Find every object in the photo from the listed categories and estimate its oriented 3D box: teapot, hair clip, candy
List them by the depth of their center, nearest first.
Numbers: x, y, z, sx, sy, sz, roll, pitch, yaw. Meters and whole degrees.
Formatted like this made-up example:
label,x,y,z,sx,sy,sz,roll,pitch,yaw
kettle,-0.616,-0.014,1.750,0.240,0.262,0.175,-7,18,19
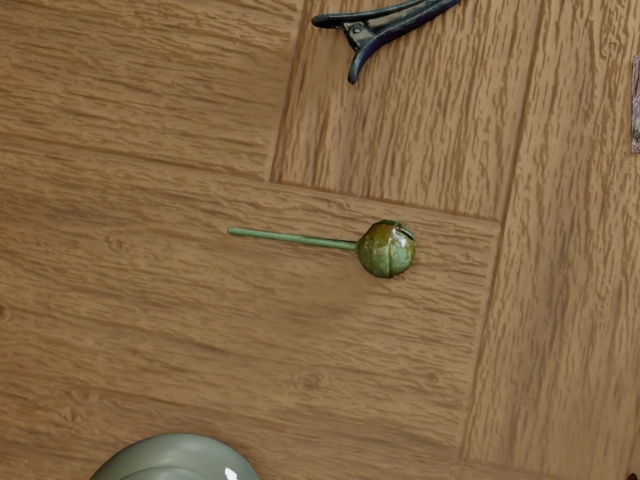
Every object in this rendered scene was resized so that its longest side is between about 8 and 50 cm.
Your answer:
label,x,y,z,sx,sy,sz,roll,pitch,yaw
teapot,-0.096,0.284,1.678,0.318,0.149,0.220,-21,83,4
candy,0.000,0.000,1.758,0.202,0.061,0.061,8,84,15
hair clip,0.128,-0.267,1.778,0.275,0.048,0.083,-31,80,-3

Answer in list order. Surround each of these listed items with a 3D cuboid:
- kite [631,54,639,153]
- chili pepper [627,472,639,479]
label,x,y,z,sx,sy,sz,roll,pitch,yaw
kite,0.377,-0.146,1.750,0.156,0.011,0.139,-43,83,0
chili pepper,0.462,0.349,1.646,0.368,0.092,0.137,19,75,5
